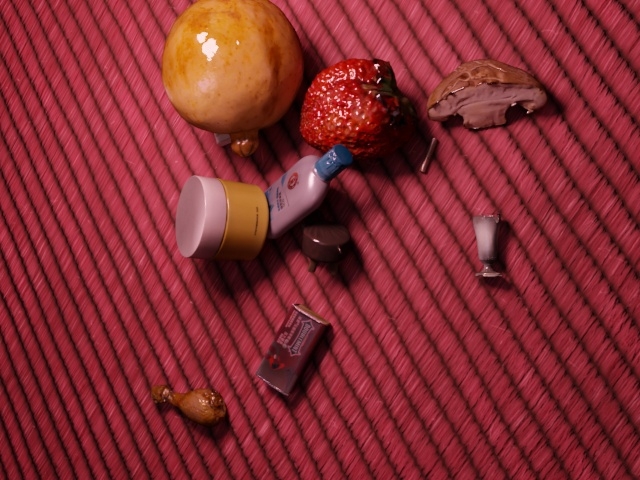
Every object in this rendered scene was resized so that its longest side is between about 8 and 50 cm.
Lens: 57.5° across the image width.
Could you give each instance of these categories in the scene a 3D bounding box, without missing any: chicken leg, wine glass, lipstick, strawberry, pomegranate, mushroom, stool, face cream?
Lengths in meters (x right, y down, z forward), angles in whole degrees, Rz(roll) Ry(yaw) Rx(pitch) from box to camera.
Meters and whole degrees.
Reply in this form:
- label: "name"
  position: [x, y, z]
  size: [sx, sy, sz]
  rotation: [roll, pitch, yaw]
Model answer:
- label: "chicken leg"
  position: [-0.380, 0.463, 1.665]
  size: [0.252, 0.087, 0.107]
  rotation: [7, 96, 24]
- label: "wine glass"
  position: [0.414, 0.013, 1.439]
  size: [0.072, 0.072, 0.155]
  rotation: [-2, 86, 18]
- label: "lipstick"
  position: [0.282, -0.223, 1.524]
  size: [0.019, 0.019, 0.094]
  rotation: [21, 93, 19]
- label: "strawberry"
  position: [0.085, -0.315, 1.492]
  size: [0.288, 0.238, 0.250]
  rotation: [-25, 48, 23]
- label: "pomegranate"
  position: [-0.222, -0.423, 1.523]
  size: [0.411, 0.410, 0.409]
  rotation: [-1, 86, 18]
- label: "mushroom"
  position: [0.407, -0.381, 1.450]
  size: [0.286, 0.156, 0.151]
  rotation: [-4, 57, 17]
- label: "stool"
  position: [0.000, 0.000, 1.549]
  size: [0.217, 0.125, 0.121]
  rotation: [49, 140, 45]
- label: "face cream"
  position: [-0.045, -0.135, 1.510]
  size: [0.337, 0.080, 0.162]
  rotation: [-35, 46, 43]
- label: "face cream"
  position: [-0.265, -0.055, 1.563]
  size: [0.218, 0.180, 0.218]
  rotation: [-14, 74, 56]

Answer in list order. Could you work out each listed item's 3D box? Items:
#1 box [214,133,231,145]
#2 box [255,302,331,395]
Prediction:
- label: "box"
  position: [-0.281, -0.364, 1.711]
  size: [0.084, 0.040, 0.154]
  rotation: [-20, 79, 19]
- label: "box"
  position: [-0.075, 0.293, 1.582]
  size: [0.120, 0.069, 0.224]
  rotation: [31, 95, 18]
